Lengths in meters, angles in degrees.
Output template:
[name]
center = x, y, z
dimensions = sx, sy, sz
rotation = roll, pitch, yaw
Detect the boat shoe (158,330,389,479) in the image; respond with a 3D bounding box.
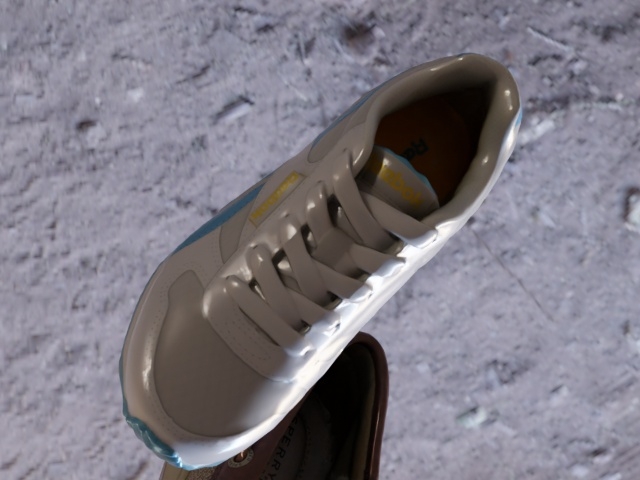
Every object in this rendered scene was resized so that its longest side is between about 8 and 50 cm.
[boat shoe]
center = -0.033, 0.187, 0.599
dimensions = 0.123, 0.342, 0.123
rotation = 39, 137, -21

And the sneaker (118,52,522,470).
[sneaker]
center = 0.000, 0.000, 0.543
dimensions = 0.087, 0.092, 0.229
rotation = 43, 65, -6
